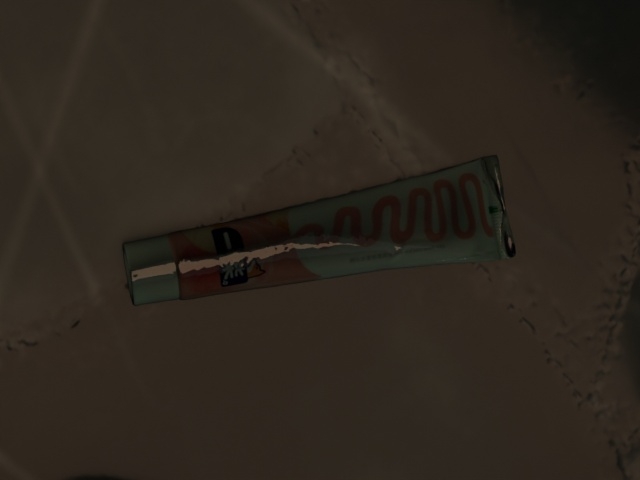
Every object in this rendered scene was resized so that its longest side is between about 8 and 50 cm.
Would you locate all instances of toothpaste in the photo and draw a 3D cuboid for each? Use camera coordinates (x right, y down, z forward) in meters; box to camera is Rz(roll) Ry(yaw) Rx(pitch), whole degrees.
[{"bbox_3d":[0.000,0.000,0.957,0.205,0.036,0.056,-11,90,-10],"label":"toothpaste"}]
